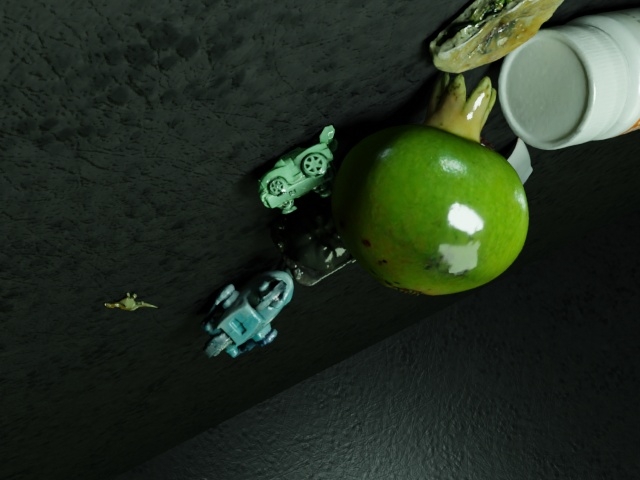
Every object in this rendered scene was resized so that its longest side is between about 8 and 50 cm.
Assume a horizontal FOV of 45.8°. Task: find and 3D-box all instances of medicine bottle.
[{"bbox_3d":[0.498,-0.284,1.299,0.371,0.211,0.211,-18,160,-33],"label":"medicine bottle"}]

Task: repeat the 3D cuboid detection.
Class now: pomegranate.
[{"bbox_3d":[0.195,-0.082,1.165,0.309,0.359,0.216,18,-177,-22],"label":"pomegranate"}]

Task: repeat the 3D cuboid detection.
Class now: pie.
[{"bbox_3d":[0.264,-0.317,1.110,0.218,0.052,0.185,-36,167,27],"label":"pie"}]

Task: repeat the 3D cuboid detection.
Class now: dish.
[{"bbox_3d":[0.412,-0.123,1.759,0.151,0.077,0.212,-47,173,-30],"label":"dish"}]

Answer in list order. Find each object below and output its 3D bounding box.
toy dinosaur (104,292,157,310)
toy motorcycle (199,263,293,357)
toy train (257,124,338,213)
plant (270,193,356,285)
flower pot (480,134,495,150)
[{"bbox_3d":[-0.344,0.115,1.402,0.113,0.026,0.041,2,153,-43],"label":"toy dinosaur"},{"bbox_3d":[-0.147,0.148,1.642,0.260,0.154,0.206,-42,-178,24],"label":"toy motorcycle"},{"bbox_3d":[-0.031,-0.109,1.197,0.149,0.081,0.099,-24,163,2],"label":"toy train"},{"bbox_3d":[0.000,0.000,1.443,0.164,0.142,0.256,-27,174,-6],"label":"plant"},{"bbox_3d":[0.293,-0.170,1.509,0.111,0.111,0.089,-3,134,-54],"label":"flower pot"}]
